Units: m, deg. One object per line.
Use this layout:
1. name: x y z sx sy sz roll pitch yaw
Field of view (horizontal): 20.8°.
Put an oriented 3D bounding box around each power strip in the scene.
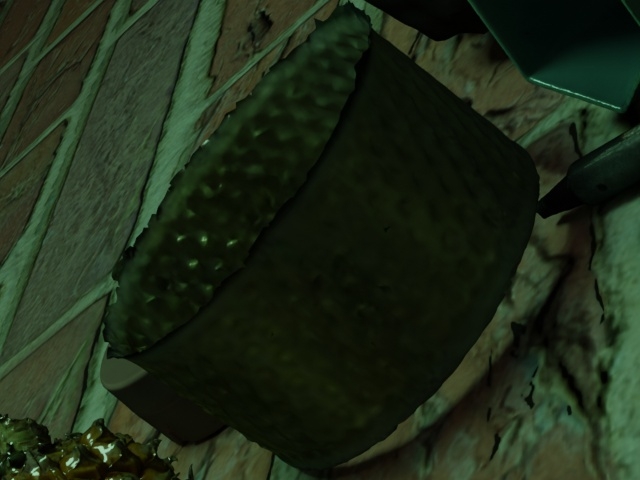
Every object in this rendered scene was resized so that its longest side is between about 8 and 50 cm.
1. power strip: -0.088 0.068 1.290 0.154 0.078 0.154 -42 21 20

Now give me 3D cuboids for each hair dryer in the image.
1. hair dryer: 0.200 -0.071 1.000 0.195 0.050 0.173 -22 30 57

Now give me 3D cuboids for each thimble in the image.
1. thimble: 0.000 0.000 1.095 0.271 0.150 0.271 -47 19 22

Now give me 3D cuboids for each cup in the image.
1. cup: 0.213 -0.207 1.065 0.148 0.134 0.235 29 64 38

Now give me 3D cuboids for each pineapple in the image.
1. pineapple: -0.167 0.167 1.109 0.161 0.137 0.176 -26 -7 -37

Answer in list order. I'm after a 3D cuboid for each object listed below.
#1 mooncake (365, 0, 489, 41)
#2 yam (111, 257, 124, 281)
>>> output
1. mooncake: 0.148 -0.329 1.279 0.381 0.212 0.350 -53 2 1
2. yam: -0.110 -0.029 1.586 0.234 0.027 0.029 -37 -3 29
